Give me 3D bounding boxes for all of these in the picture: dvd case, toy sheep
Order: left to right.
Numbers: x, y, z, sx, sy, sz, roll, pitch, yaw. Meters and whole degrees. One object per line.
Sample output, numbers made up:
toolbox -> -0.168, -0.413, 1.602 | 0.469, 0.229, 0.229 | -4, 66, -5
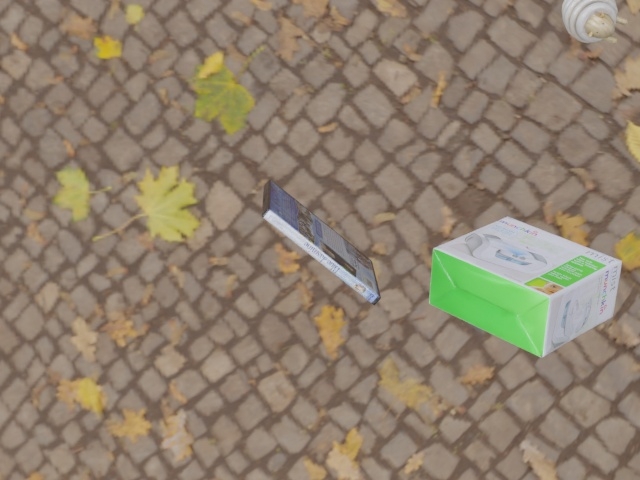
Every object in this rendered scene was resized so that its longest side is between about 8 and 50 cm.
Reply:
dvd case -> 0.000, 0.000, 1.797 | 0.253, 0.180, 0.022 | 38, 104, -14
toy sheep -> 0.416, -0.348, 1.574 | 0.091, 0.132, 0.091 | -7, 124, -11

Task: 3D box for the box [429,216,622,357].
box -> 0.373, 0.079, 1.870 | 0.262, 0.231, 0.126 | 26, 124, 41
